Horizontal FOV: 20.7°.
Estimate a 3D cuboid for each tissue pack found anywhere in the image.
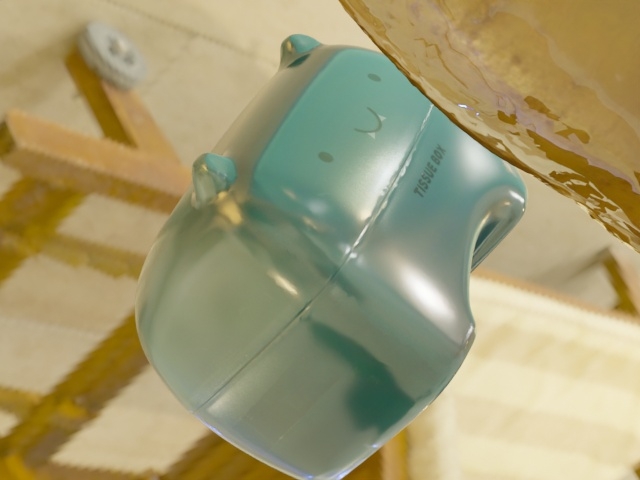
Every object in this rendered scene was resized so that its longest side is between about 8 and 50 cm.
[{"bbox_3d":[0.000,0.000,1.158,0.198,0.206,0.287,-46,-173,36],"label":"tissue pack"}]

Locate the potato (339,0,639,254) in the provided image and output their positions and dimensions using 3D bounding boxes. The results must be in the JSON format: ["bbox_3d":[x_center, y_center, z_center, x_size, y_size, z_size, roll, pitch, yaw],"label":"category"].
[{"bbox_3d":[0.145,-0.068,0.563,0.369,0.195,0.176,22,164,-27],"label":"potato"}]
